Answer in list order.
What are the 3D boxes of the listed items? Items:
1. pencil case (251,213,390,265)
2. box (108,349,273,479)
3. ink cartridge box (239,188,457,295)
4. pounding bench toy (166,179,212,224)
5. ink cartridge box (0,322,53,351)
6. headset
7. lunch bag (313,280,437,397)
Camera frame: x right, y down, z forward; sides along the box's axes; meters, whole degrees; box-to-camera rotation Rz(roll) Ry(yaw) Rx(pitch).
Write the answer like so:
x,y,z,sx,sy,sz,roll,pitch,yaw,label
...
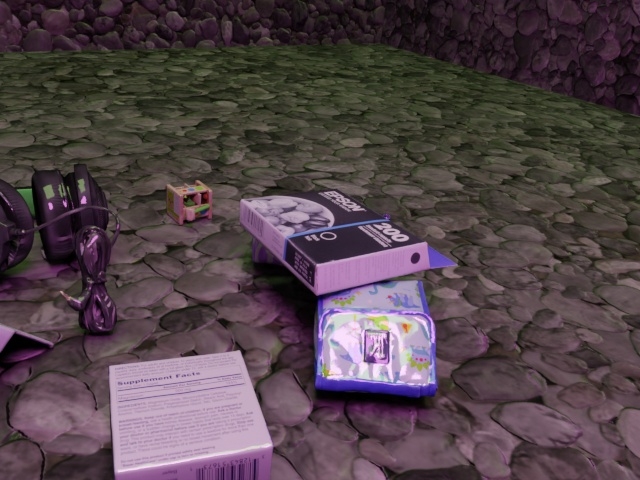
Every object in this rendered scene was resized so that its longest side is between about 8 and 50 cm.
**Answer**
x,y,z,sx,sy,sz,roll,pitch,yaw,label
0.000,0.000,0.938,0.206,0.087,0.088,2,-13,-4,pencil case
-0.120,0.171,0.576,0.126,0.072,0.137,-4,28,-18,box
0.033,-0.011,0.821,0.208,0.045,0.206,-8,27,-30,ink cartridge box
-0.203,-0.058,1.058,0.065,0.052,0.083,-13,31,-34,pounding bench toy
-0.485,0.049,0.618,0.324,0.072,0.330,14,-18,18,ink cartridge box
-0.385,0.001,0.854,0.394,0.185,0.243,8,17,42,headset
0.056,0.111,0.722,0.128,0.096,0.151,3,34,-1,lunch bag
